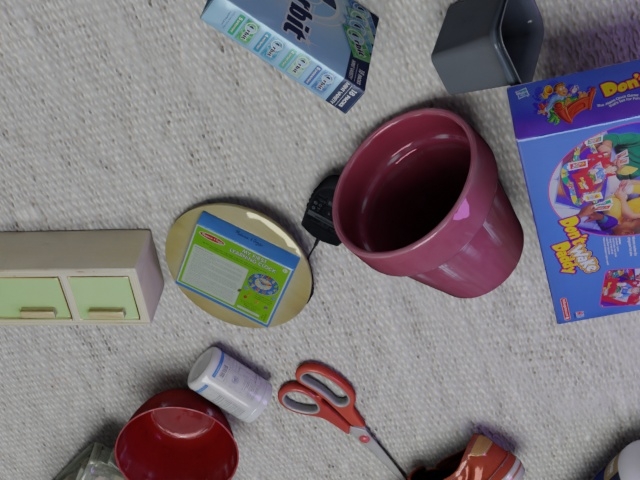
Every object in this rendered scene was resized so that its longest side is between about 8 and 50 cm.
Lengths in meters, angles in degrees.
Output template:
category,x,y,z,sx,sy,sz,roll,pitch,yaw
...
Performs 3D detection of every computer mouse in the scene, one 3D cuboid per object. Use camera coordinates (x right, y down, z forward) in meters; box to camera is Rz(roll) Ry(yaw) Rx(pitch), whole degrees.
category,x,y,z,sx,sy,sz,roll,pitch,yaw
computer mouse,0.000,0.000,1.555,0.071,0.041,0.242,31,136,4

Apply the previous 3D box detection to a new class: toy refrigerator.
category,x,y,z,sx,sy,sz,roll,pitch,yaw
toy refrigerator,-0.360,0.054,1.615,0.270,0.094,0.102,-1,128,9

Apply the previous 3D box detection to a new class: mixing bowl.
category,x,y,z,sx,sy,sz,roll,pitch,yaw
mixing bowl,-0.207,0.287,1.769,0.182,0.098,0.181,1,122,1

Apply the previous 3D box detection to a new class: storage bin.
category,x,y,z,sx,sy,sz,roll,pitch,yaw
storage bin,0.182,-0.213,1.295,0.091,0.135,0.098,-11,128,31

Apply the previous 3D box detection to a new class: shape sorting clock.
category,x,y,z,sx,sy,sz,roll,pitch,yaw
shape sorting clock,-0.109,0.035,1.590,0.206,0.040,0.206,13,134,14

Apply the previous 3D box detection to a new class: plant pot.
category,x,y,z,sx,sy,sz,roll,pitch,yaw
plant pot,0.144,-0.027,1.417,0.201,0.201,0.180,-26,136,27

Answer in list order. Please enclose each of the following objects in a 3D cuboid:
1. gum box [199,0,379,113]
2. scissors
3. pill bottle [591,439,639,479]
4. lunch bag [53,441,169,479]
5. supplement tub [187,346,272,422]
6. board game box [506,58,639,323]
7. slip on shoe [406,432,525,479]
category,x,y,z,sx,sy,sz,roll,pitch,yaw
gum box,-0.028,-0.239,1.283,0.184,0.157,0.041,31,128,-16
scissors,0.063,0.280,1.778,0.297,0.021,0.109,38,125,-20
pill bottle,0.463,0.380,1.709,0.153,0.153,0.264,24,128,-10
lunch bag,-0.313,0.450,1.878,0.235,0.169,0.287,28,130,-15
supplement tub,-0.131,0.208,1.719,0.107,0.071,0.071,37,125,-19
board game box,0.351,-0.049,1.319,0.233,0.078,0.347,-11,141,11
slip on shoe,0.161,0.394,1.806,0.101,0.123,0.331,48,123,-1
